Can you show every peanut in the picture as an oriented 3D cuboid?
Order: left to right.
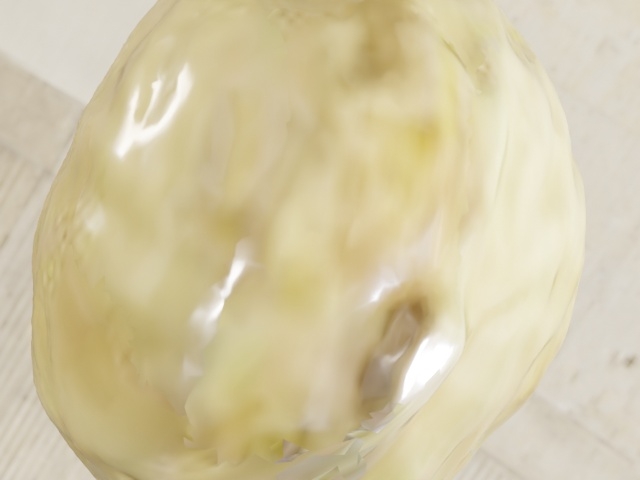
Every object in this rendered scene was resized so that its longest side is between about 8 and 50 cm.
[{"bbox_3d":[0.000,0.000,0.401,0.109,0.140,0.159,32,5,19],"label":"peanut"}]
